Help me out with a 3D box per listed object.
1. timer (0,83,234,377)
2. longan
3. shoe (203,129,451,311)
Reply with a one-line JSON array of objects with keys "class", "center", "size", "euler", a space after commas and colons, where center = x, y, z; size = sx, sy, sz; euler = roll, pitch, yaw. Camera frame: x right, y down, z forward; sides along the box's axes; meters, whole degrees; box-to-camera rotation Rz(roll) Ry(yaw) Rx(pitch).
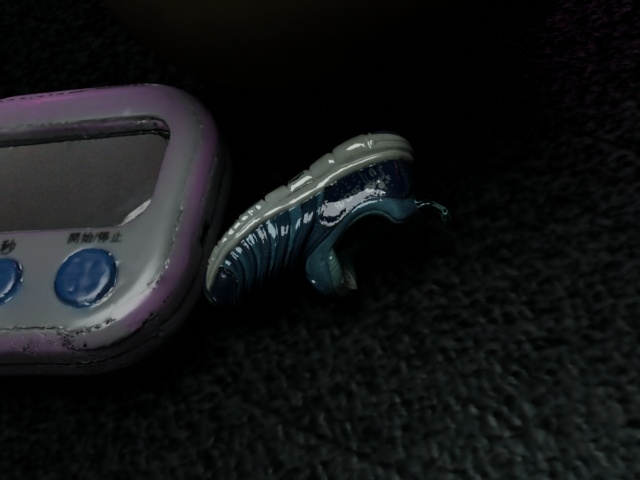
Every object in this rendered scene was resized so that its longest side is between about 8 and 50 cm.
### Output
[{"class": "timer", "center": [-0.157, -0.005, 0.802], "size": [0.209, 0.069, 0.190], "euler": [-3, 54, 21]}, {"class": "longan", "center": [0.005, -0.225, 0.764], "size": [0.319, 0.319, 0.318], "euler": [-11, 52, 14]}, {"class": "shoe", "center": [0.000, 0.000, 0.747], "size": [0.143, 0.064, 0.071], "euler": [-33, 68, 3]}]
